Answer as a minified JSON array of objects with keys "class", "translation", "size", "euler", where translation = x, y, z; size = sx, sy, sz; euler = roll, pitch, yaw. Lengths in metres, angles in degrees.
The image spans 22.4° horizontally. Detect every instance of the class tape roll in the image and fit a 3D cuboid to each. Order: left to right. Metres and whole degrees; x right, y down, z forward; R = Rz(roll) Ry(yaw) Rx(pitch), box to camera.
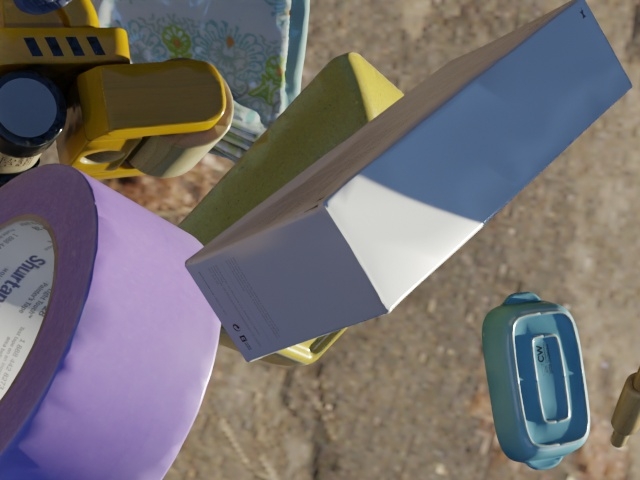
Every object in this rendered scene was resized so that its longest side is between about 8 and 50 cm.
[{"class":"tape roll","translation":[-0.140,0.062,0.809],"size":[0.080,0.189,0.189],"euler":[31,77,-33]}]

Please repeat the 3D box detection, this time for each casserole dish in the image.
[{"class":"casserole dish","translation":[0.231,0.145,1.693],"size":[0.114,0.037,0.188],"euler":[-5,83,-29]}]

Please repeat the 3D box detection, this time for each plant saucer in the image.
[{"class":"plant saucer","translation":[0.000,0.000,1.641],"size":[0.333,0.081,0.333],"euler":[-47,154,7]}]

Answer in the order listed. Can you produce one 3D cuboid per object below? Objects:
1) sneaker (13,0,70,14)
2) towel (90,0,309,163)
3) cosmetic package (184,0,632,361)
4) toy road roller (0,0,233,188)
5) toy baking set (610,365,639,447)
[{"class":"sneaker","translation":[-0.236,-0.252,1.439],"size":[0.053,0.059,0.144],"euler":[55,50,-33]},{"class":"towel","translation":[-0.177,-0.289,2.198],"size":[0.320,0.090,0.374],"euler":[18,55,-19]},{"class":"cosmetic package","translation":[0.050,-0.033,0.771],"size":[0.239,0.099,0.060],"euler":[-39,100,-44]},{"class":"toy road roller","translation":[-0.286,-0.202,1.934],"size":[0.330,0.202,0.240],"euler":[-4,77,-22]},{"class":"toy baking set","translation":[0.379,0.171,1.539],"size":[0.256,0.197,0.030],"euler":[86,22,-55]}]
